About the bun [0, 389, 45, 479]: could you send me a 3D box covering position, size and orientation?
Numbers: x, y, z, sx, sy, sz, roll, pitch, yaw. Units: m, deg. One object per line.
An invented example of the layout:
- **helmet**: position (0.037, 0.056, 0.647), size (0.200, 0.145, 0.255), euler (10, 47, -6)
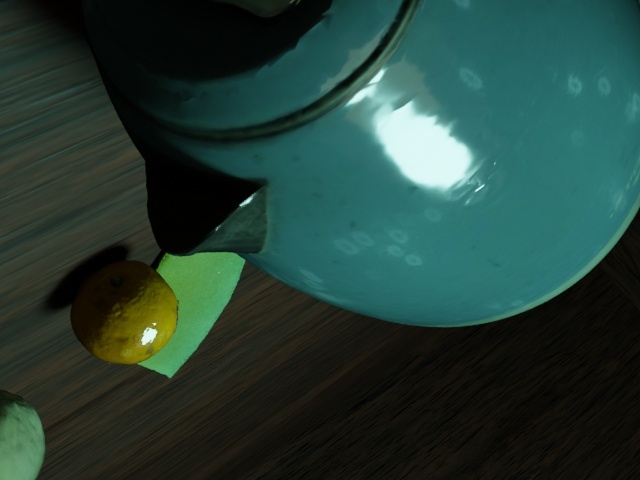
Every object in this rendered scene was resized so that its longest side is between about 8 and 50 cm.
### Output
- **bun**: position (-0.296, 0.168, 0.791), size (0.222, 0.127, 0.222), euler (-35, -168, 9)

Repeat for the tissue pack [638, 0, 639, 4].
- **tissue pack**: position (0.200, -0.138, 0.925), size (0.311, 0.128, 0.228), euler (-36, -163, 45)

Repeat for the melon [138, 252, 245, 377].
- **melon**: position (-0.124, 0.031, 1.028), size (0.114, 0.053, 0.261), euler (-5, 143, -39)

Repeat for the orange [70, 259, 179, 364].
- **orange**: position (-0.151, 0.055, 0.902), size (0.083, 0.083, 0.083), euler (-38, 168, -10)

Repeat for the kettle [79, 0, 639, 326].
- **kettle**: position (0.031, -0.127, 0.551), size (0.342, 0.247, 0.319), euler (21, 87, -67)
